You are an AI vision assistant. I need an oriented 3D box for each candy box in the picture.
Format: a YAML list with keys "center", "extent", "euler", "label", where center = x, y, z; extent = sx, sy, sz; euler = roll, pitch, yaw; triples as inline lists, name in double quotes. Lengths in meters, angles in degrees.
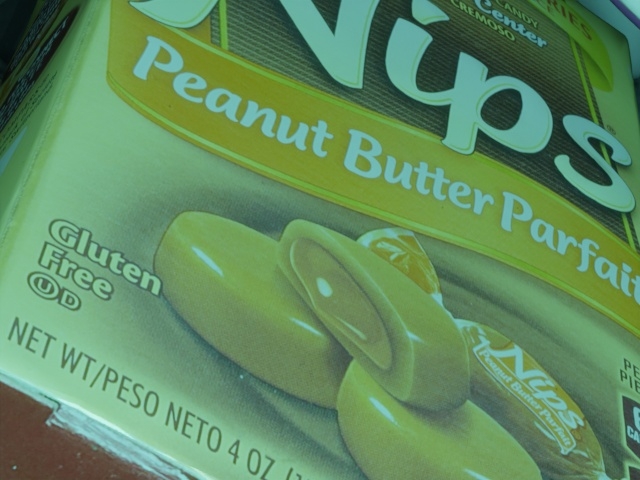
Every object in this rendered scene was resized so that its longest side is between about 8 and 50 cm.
- center: [0.000, 0.000, 0.472]
  extent: [0.183, 0.087, 0.316]
  euler: [32, 32, -17]
  label: "candy box"

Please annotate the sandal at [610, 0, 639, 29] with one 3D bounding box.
- center: [0.186, 0.020, 0.531]
  extent: [0.416, 0.102, 0.169]
  euler: [53, 27, 21]
  label: "sandal"

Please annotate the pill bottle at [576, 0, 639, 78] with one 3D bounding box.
- center: [0.038, -0.208, 0.742]
  extent: [0.323, 0.182, 0.181]
  euler: [28, 39, 23]
  label: "pill bottle"

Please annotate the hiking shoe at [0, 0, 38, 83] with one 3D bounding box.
- center: [-0.116, -0.066, 0.607]
  extent: [0.114, 0.086, 0.227]
  euler: [9, 35, -33]
  label: "hiking shoe"
